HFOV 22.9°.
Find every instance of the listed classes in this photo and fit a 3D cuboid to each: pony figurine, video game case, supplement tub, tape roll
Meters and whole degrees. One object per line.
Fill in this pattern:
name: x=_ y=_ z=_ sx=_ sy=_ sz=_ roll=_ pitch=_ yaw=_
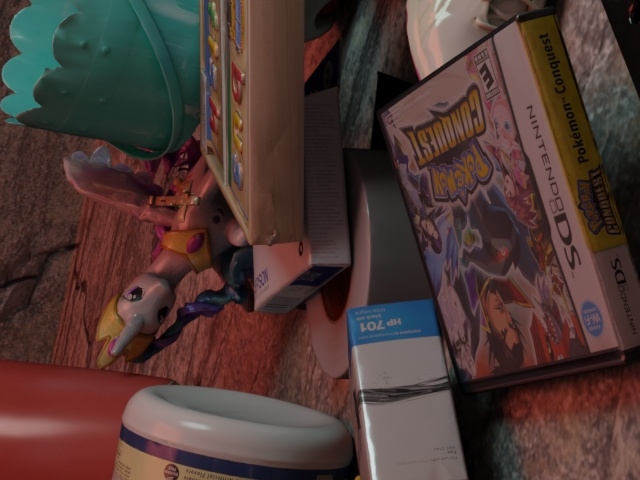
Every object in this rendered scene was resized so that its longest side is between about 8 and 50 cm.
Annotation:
pony figurine: x=-0.144 y=-0.040 z=1.871 sx=0.363 sy=0.303 sz=0.351 roll=-51 pitch=14 yaw=14
video game case: x=0.136 y=-0.016 z=1.185 sx=0.275 sy=0.035 sz=0.248 roll=152 pitch=102 yaw=-68
supplement tub: x=-0.106 y=0.324 z=1.593 sx=0.235 sy=0.236 sz=0.324 roll=-163 pitch=83 yaw=-73
tape roll: x=0.047 y=0.022 z=1.499 sx=0.219 sy=0.072 sz=0.219 roll=-177 pitch=90 yaw=-75

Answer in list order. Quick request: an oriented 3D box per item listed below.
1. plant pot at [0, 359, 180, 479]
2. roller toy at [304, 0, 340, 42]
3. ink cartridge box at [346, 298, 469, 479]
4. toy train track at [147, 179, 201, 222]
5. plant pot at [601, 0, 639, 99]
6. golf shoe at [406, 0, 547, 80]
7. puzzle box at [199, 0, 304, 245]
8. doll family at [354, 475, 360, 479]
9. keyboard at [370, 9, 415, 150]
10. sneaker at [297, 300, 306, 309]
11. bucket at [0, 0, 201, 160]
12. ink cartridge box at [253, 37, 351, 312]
plant pot: x=-0.277 y=0.260 z=1.790 sx=0.275 sy=0.243 sz=0.274 roll=-3 pitch=-90 yaw=-83
roller toy: x=-0.051 y=-0.334 z=1.838 sx=0.191 sy=0.209 sz=0.146 roll=59 pitch=138 yaw=41
ink cartridge box: x=0.071 y=0.166 z=1.315 sx=0.139 sy=0.082 sz=0.190 roll=87 pitch=178 yaw=-46
toy train track: x=-0.163 y=-0.044 z=1.723 sx=0.083 sy=0.014 sz=0.048 roll=1 pitch=76 yaw=46
plant pot: x=0.253 y=-0.133 z=0.814 sx=0.187 sy=0.167 sz=0.188 roll=-99 pitch=26 yaw=-44
golf shoe: x=0.146 y=-0.232 z=1.301 sx=0.140 sy=0.115 sz=0.306 roll=146 pitch=130 yaw=-62
puzzle box: x=-0.068 y=-0.229 z=1.448 sx=0.272 sy=0.052 sz=0.408 roll=-124 pitch=32 yaw=-65
doll family: x=0.053 y=0.274 z=1.395 sx=0.111 sy=0.076 sz=0.193 roll=118 pitch=146 yaw=-40
keyboard: x=0.109 y=-0.119 z=1.486 sx=0.317 sy=0.033 sz=0.201 roll=-140 pitch=54 yaw=-69
sneaker: x=0.000 y=0.000 z=1.740 sx=0.082 sy=0.069 sz=0.209 roll=-49 pitch=-14 yaw=-34
bucket: x=-0.217 y=-0.227 z=1.693 sx=0.281 sy=0.183 sz=0.281 roll=-166 pitch=90 yaw=-69
ink cartridge box: x=-0.025 y=-0.058 z=1.545 sx=0.223 sy=0.045 sz=0.223 roll=137 pitch=133 yaw=-69
